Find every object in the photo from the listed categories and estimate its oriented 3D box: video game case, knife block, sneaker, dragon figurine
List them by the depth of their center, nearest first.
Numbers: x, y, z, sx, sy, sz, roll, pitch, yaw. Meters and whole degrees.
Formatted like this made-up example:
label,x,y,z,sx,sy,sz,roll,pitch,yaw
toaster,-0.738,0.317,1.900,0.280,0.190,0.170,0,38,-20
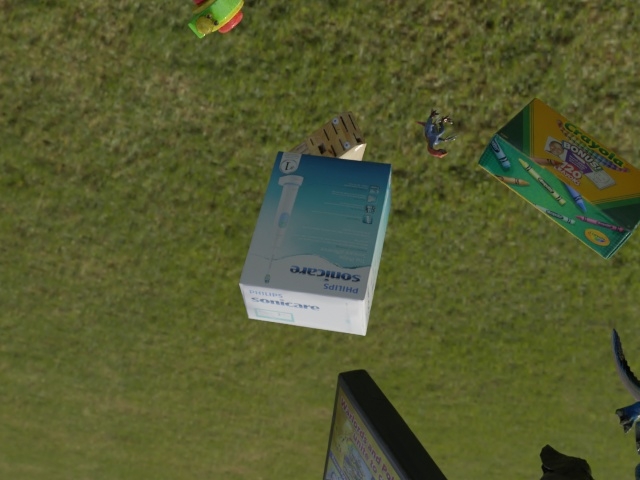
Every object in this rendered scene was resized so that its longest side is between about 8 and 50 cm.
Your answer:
label,x,y,z,sx,sy,sz,roll,pitch,yaw
video game case,0.067,0.290,0.720,0.035,0.275,0.248,-5,119,-23
dragon figurine,0.403,0.203,0.901,0.144,0.289,0.085,-23,122,21
sneaker,0.424,0.388,1.377,0.170,0.089,0.051,7,117,43
knife block,0.028,-0.143,1.843,0.275,0.088,0.242,-34,154,24

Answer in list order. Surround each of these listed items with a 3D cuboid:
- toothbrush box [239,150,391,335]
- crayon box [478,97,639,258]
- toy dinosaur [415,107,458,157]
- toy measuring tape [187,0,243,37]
label,x,y,z,sx,sy,sz,roll,pitch,yaw
toothbrush box,0.000,0.000,1.501,0.216,0.295,0.126,7,145,9
crayon box,0.435,-0.113,1.475,0.278,0.165,0.081,39,138,13
toy dinosaur,0.167,-0.149,1.224,0.047,0.082,0.090,32,152,-15
toy measuring tape,-0.223,-0.576,1.974,0.121,0.330,0.121,6,131,7
